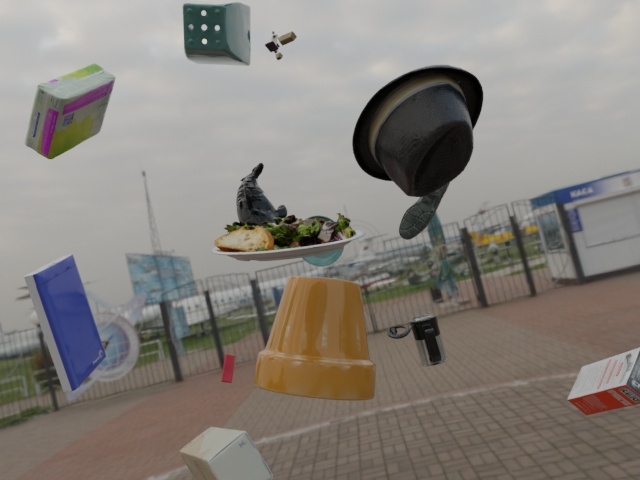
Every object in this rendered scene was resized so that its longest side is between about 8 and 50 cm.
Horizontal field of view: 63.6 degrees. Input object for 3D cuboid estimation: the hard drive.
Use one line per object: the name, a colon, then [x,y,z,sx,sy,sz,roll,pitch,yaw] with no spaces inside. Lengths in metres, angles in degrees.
hard drive: [-0.681,0.215,1.396,0.040,0.318,0.210,-12,12,1]

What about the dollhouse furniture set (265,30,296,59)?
dollhouse furniture set: [-0.131,-0.735,1.889,0.114,0.081,0.091,-13,-29,25]

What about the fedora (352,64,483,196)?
fedora: [0.231,-0.212,1.143,0.334,0.152,0.334,-10,-36,-7]

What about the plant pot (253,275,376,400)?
plant pot: [-0.002,0.162,0.886,0.205,0.188,0.205,6,-10,1]

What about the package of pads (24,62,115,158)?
package of pads: [-0.770,-0.400,1.601,0.229,0.101,0.296,-57,6,32]

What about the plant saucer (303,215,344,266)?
plant saucer: [0.000,0.000,1.193,0.119,0.119,0.021,-15,5,19]

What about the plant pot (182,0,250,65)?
plant pot: [-0.285,-0.562,1.389,0.166,0.165,0.234,2,18,-1]

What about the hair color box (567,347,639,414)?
hair color box: [0.571,0.279,1.009,0.093,0.053,0.167,-48,-9,-28]

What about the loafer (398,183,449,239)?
loafer: [0.375,-0.115,1.812,0.084,0.096,0.267,4,-59,-55]

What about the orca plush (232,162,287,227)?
orca plush: [-0.169,-0.113,1.389,0.151,0.287,0.102,-5,-38,4]

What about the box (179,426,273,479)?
box: [-0.265,0.606,1.404,0.121,0.148,0.311,-31,-1,-32]

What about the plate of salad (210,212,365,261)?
plate of salad: [-0.042,-0.008,0.668,0.200,0.048,0.200,-7,6,1]

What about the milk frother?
milk frother: [0.280,0.298,1.495,0.143,0.134,0.129,-15,-1,20]

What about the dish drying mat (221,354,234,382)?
dish drying mat: [-0.279,0.387,1.559,0.032,0.083,0.008,16,-34,-21]
